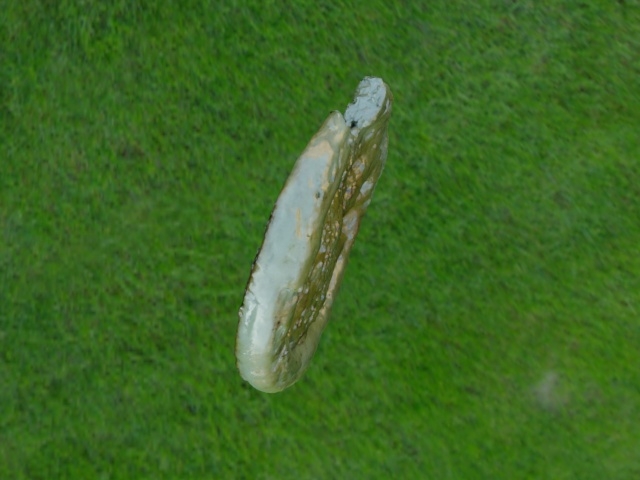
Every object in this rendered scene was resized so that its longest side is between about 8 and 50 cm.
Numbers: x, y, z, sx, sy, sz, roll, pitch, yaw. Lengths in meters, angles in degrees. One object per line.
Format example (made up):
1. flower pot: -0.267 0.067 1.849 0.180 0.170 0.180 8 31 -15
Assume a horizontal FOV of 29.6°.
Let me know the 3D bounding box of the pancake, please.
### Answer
1. pancake: 0.000 0.000 0.880 0.037 0.253 0.253 20 118 10
